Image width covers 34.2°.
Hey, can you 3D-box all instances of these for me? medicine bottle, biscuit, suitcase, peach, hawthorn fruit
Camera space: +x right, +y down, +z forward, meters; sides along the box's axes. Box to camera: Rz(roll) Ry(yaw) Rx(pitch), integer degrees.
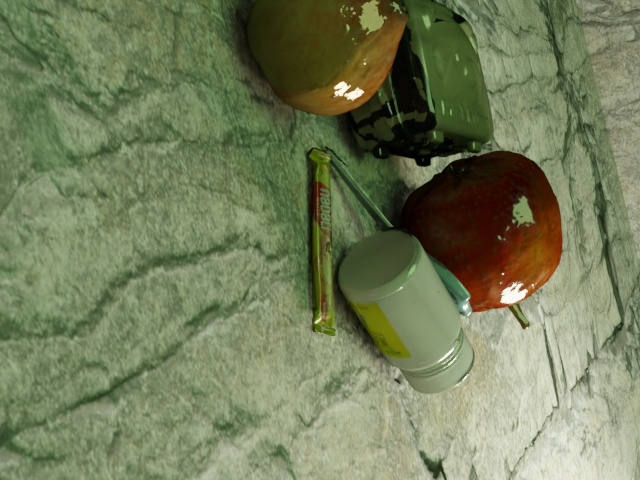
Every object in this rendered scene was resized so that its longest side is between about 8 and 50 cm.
[{"bbox_3d":[0.141,0.117,1.637,0.258,0.143,0.143,56,35,-34],"label":"medicine bottle"},{"bbox_3d":[0.000,0.000,1.546,0.048,0.026,0.291,16,63,-38],"label":"biscuit"},{"bbox_3d":[0.166,-0.314,1.808,0.352,0.194,0.339,3,74,-62],"label":"suitcase"},{"bbox_3d":[0.018,-0.291,1.481,0.232,0.233,0.232,34,50,-54],"label":"peach"},{"bbox_3d":[0.298,0.013,1.824,0.330,0.287,0.287,64,30,-15],"label":"hawthorn fruit"}]

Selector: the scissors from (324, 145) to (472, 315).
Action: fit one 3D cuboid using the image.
[{"bbox_3d":[0.116,-0.016,1.688,0.029,0.191,0.360,-43,108,-15],"label":"scissors"}]
